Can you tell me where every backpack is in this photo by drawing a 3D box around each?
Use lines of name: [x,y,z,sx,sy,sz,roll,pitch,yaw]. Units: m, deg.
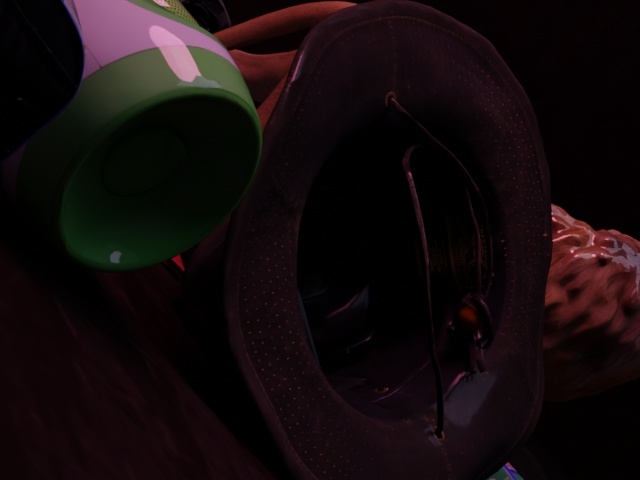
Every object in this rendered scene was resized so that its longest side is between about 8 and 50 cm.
backpack: [-0.148,-0.087,0.637,0.114,0.105,0.084,53,2,-29]

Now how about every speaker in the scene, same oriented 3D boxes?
speaker: [-0.147,-0.119,0.833,0.296,0.131,0.131,51,4,34]

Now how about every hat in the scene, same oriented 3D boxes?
hat: [0.010,0.014,0.985,0.134,0.331,0.331,-1,-32,35]

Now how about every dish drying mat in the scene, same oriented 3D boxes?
dish drying mat: [-0.102,-0.001,1.075,0.032,0.008,0.083,47,5,-21]

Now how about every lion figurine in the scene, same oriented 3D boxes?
lion figurine: [0.057,-0.033,1.146,0.392,0.240,0.142,55,15,-12]

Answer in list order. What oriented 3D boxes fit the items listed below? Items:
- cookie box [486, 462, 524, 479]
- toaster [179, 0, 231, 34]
cookie box: [0.185,0.251,1.658,0.107,0.040,0.092,49,4,22]
toaster: [-0.184,-0.226,1.573,0.146,0.129,0.227,46,5,10]
